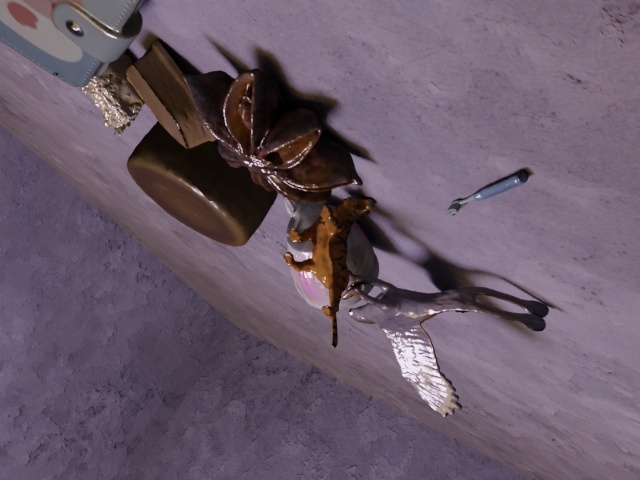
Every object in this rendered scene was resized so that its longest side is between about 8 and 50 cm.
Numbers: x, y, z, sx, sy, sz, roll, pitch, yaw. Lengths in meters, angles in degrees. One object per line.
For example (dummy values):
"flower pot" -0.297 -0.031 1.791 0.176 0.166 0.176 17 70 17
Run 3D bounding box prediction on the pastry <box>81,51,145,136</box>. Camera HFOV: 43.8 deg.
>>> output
"pastry" -0.401 -0.321 1.417 0.089 0.121 0.258 -9 133 29

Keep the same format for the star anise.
"star anise" -0.085 -0.159 1.236 0.315 0.108 0.315 34 168 8

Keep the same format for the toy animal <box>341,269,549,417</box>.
"toy animal" 0.180 0.129 1.364 0.302 0.225 0.284 23 150 -8

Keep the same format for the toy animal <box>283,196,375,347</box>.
"toy animal" 0.017 0.051 1.343 0.116 0.255 0.114 3 177 -44

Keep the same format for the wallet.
"wallet" -0.382 -0.368 1.169 0.252 0.083 0.360 36 150 -18

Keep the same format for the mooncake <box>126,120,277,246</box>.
"mooncake" -0.219 -0.123 1.529 0.284 0.155 0.284 32 162 11

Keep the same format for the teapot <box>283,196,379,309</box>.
"teapot" 0.014 -0.001 1.493 0.163 0.222 0.178 -11 138 12

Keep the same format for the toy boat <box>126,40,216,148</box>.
"toy boat" -0.250 -0.235 1.348 0.188 0.061 0.116 54 162 -12

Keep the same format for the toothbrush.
"toothbrush" 0.215 -0.061 1.056 0.016 0.019 0.219 41 164 -6
